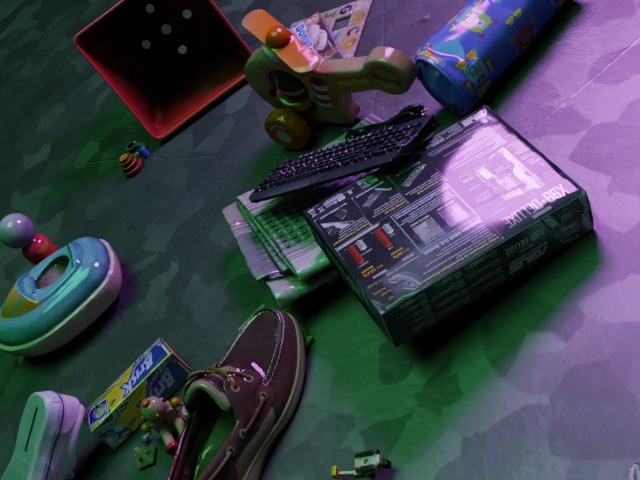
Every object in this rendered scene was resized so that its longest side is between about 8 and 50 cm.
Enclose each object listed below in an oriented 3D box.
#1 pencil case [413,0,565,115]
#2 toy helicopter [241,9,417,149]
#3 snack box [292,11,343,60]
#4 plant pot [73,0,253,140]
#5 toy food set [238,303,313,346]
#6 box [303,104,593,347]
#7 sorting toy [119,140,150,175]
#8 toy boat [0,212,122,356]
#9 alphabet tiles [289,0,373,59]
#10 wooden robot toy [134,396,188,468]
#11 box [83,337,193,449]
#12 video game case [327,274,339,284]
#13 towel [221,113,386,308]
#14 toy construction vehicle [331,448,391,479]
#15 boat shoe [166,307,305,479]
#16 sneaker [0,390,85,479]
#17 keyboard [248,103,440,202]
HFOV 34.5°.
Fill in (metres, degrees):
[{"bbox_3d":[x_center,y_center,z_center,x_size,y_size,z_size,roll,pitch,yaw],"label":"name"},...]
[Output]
[{"bbox_3d":[0.271,-0.343,1.633,0.133,0.119,0.306,35,76,23],"label":"pencil case"},{"bbox_3d":[0.006,-0.280,1.694,0.355,0.235,0.140,2,53,47],"label":"toy helicopter"},{"bbox_3d":[-0.007,-0.381,1.986,0.064,0.022,0.178,-34,37,10],"label":"snack box"},{"bbox_3d":[-0.316,-0.414,2.129,0.267,0.267,0.235,-35,24,7],"label":"plant pot"},{"bbox_3d":[-0.067,0.144,1.514,0.078,0.019,0.122,-46,44,-8],"label":"toy food set"},{"bbox_3d":[0.164,-0.029,1.373,0.308,0.076,0.242,-31,43,-6],"label":"box"},{"bbox_3d":[-0.384,-0.178,2.105,0.061,0.042,0.102,-24,39,20],"label":"sorting toy"},{"bbox_3d":[-0.504,0.064,1.870,0.267,0.148,0.318,-41,37,-1],"label":"toy boat"},{"bbox_3d":[-0.005,-0.371,2.001,0.198,0.009,0.237,-11,45,33],"label":"alphabet tiles"},{"bbox_3d":[-0.221,0.251,1.486,0.173,0.079,0.076,-41,36,-1],"label":"wooden robot toy"},{"bbox_3d":[-0.278,0.233,1.571,0.169,0.059,0.054,-45,37,-6],"label":"box"},{"bbox_3d":[0.000,0.000,1.606,0.166,0.015,0.119,20,67,50],"label":"video game case"},{"bbox_3d":[0.013,-0.062,1.591,0.324,0.056,0.312,-33,36,-3],"label":"towel"},{"bbox_3d":[0.054,0.300,1.237,0.098,0.035,0.085,-21,51,28],"label":"toy construction vehicle"},{"bbox_3d":[-0.122,0.221,1.384,0.123,0.123,0.342,0,53,35],"label":"boat shoe"},{"bbox_3d":[-0.411,0.350,1.530,0.094,0.091,0.258,25,97,44],"label":"sneaker"},{"bbox_3d":[0.045,-0.138,1.546,0.317,0.033,0.201,-12,23,43],"label":"keyboard"}]
